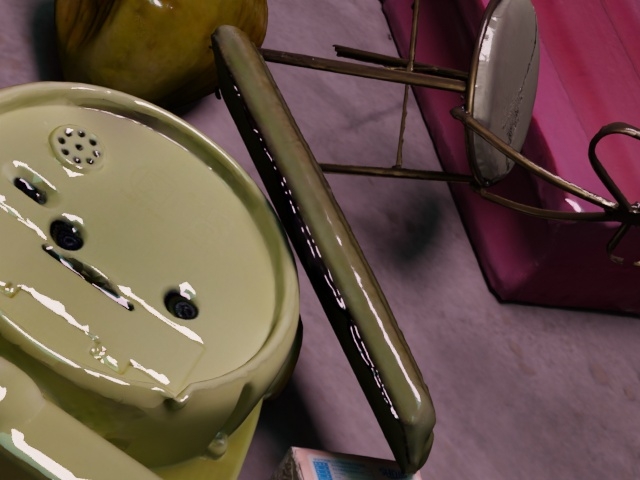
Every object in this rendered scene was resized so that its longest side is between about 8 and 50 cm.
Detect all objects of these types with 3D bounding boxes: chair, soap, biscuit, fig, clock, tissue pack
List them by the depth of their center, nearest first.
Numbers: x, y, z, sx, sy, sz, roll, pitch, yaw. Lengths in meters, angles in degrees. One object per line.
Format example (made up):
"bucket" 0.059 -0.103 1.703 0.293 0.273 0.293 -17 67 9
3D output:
"clock" -0.142 0.028 0.960 0.286 0.117 0.348 35 40 -3
"tissue pack" 0.017 0.171 0.983 0.094 0.058 0.074 12 41 -26
"biscuit" 0.000 0.000 1.023 0.038 0.099 0.322 -23 63 -7
"chair" 0.123 -0.100 1.129 0.326 0.160 0.170 11 56 22
"fig" -0.123 -0.161 1.147 0.144 0.154 0.165 6 49 31
"soap" 0.212 -0.114 1.343 0.233 0.128 0.359 6 49 -29
